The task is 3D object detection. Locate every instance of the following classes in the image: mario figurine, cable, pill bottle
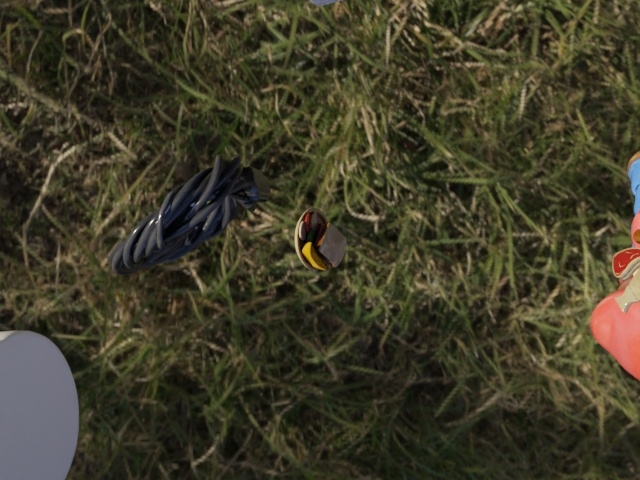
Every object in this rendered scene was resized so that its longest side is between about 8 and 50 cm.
[{"bbox_3d":[0.409,0.031,0.838,0.198,0.321,0.170,33,137,-10],"label":"mario figurine"},{"bbox_3d":[-0.120,-0.021,0.673,0.150,0.184,0.047,-31,89,8],"label":"cable"},{"bbox_3d":[-0.443,0.187,0.765,0.360,0.204,0.204,-7,129,14],"label":"pill bottle"}]

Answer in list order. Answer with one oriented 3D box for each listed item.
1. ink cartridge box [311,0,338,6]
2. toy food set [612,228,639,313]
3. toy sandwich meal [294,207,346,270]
[{"bbox_3d":[-0.018,-0.328,0.582,0.117,0.283,0.207,-12,86,19],"label":"ink cartridge box"},{"bbox_3d":[0.301,0.004,0.665,0.019,0.078,0.122,22,132,-26],"label":"toy food set"},{"bbox_3d":[0.000,0.000,0.956,0.029,0.086,0.086,0,135,33],"label":"toy sandwich meal"}]
